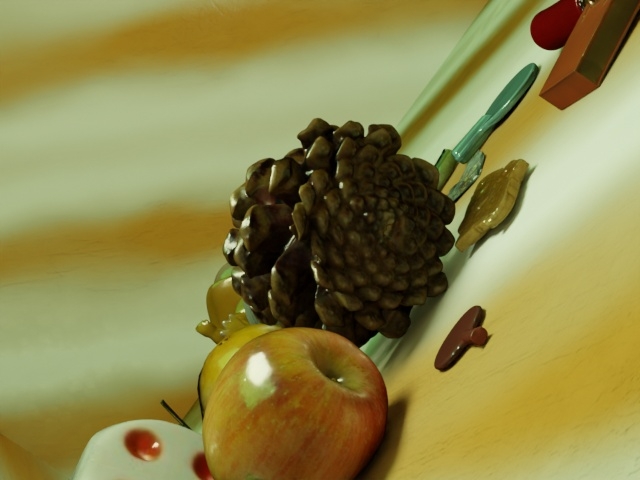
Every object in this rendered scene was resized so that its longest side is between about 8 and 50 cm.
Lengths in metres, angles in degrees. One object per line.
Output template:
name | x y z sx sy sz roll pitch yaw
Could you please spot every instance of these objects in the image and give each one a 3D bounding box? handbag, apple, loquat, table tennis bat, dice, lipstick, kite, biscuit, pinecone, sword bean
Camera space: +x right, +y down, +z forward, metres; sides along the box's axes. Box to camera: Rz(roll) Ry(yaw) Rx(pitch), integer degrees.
handbag | 0.413 -0.300 1.611 0.190 0.062 0.127 -61 6 -16
apple | -0.036 0.247 1.405 0.241 0.242 0.242 -59 3 26
loquat | -0.087 0.249 1.743 0.235 0.235 0.235 -55 6 8
table tennis bat | 0.337 -0.245 2.051 0.237 0.038 0.149 -51 7 3
dice | -0.287 0.483 1.648 0.304 0.277 0.304 -81 15 -64
lipstick | 0.432 -0.384 1.825 0.080 0.080 0.241 -56 7 -5
kite | 0.230 -0.069 2.005 0.245 0.015 0.141 -49 6 24
table tennis bat | 0.178 0.120 1.334 0.098 0.019 0.154 -56 3 -9
biscuit | 0.259 -0.059 1.613 0.162 0.035 0.250 -49 8 14
pinecone | 0.000 0.000 1.682 0.384 0.384 0.384 -55 6 8
sword bean | 0.202 -0.072 2.155 0.269 0.038 0.043 -57 11 -9

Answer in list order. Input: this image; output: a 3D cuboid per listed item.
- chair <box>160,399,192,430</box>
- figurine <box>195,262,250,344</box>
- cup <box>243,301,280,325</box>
chair | -0.265 0.491 2.357 0.160 0.170 0.326 -62 -35 -25
figurine | -0.140 0.197 2.331 0.401 0.268 0.387 -61 9 -9
cup | -0.028 0.134 2.034 0.257 0.219 0.290 143 126 -78
